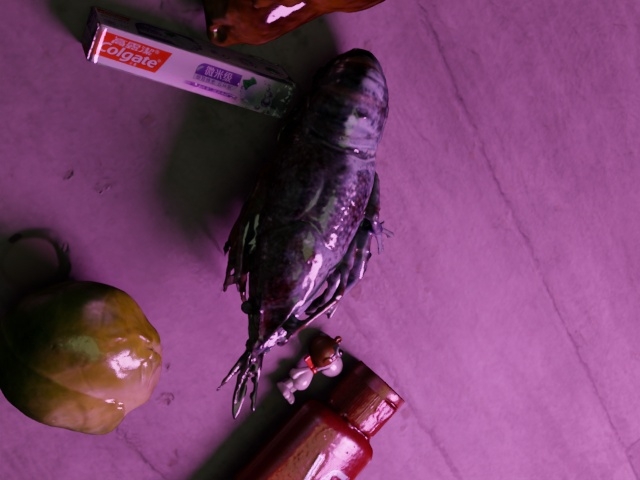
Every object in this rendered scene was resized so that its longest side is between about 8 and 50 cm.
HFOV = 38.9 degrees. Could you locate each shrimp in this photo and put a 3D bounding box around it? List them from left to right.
[{"bbox_3d":[0.001,-0.002,0.890,0.172,0.137,0.372,17,99,-14],"label":"shrimp"}]

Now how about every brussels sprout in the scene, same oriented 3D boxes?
[{"bbox_3d":[-0.223,0.100,0.837,0.155,0.117,0.155,-20,138,-20],"label":"brussels sprout"}]

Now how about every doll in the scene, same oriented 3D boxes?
[{"bbox_3d":[-0.011,0.140,1.003,0.085,0.040,0.058,-23,127,-18],"label":"doll"}]

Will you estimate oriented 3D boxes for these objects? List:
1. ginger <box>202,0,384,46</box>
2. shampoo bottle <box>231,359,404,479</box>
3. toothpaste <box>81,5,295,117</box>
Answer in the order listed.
[{"bbox_3d":[0.075,-0.322,0.759,0.418,0.254,0.176,-34,87,-11],"label":"ginger"},{"bbox_3d":[-0.034,0.274,1.018,0.314,0.076,0.118,-47,119,-4],"label":"shampoo bottle"},{"bbox_3d":[-0.118,-0.162,0.834,0.196,0.047,0.040,12,117,-30],"label":"toothpaste"}]
